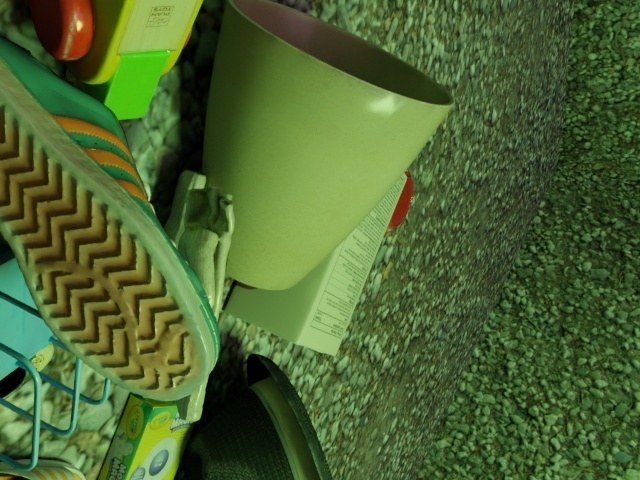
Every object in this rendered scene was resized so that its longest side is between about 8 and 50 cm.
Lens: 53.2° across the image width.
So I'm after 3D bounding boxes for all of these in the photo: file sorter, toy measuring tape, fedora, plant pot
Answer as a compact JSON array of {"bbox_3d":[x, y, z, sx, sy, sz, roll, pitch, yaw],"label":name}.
[{"bbox_3d":[-0.209,0.076,0.511,0.170,0.104,0.118,-48,159,-58],"label":"file sorter"},{"bbox_3d":[-0.132,-0.214,0.455,0.121,0.121,0.330,-41,174,-45],"label":"toy measuring tape"},{"bbox_3d":[-0.095,0.328,0.873,0.152,0.334,0.334,-18,129,-21],"label":"fedora"},{"bbox_3d":[-0.030,-0.089,0.717,0.256,0.256,0.274,-18,139,-58],"label":"plant pot"}]

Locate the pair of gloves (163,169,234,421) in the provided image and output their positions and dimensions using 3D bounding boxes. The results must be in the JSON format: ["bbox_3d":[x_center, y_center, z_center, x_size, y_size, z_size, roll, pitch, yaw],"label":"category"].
[{"bbox_3d":[-0.137,0.038,0.623,0.042,0.240,0.204,8,100,-23],"label":"pair of gloves"}]

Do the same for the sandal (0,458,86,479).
[{"bbox_3d":[-0.299,0.257,0.579,0.102,0.076,0.265,-65,153,-12],"label":"sandal"}]

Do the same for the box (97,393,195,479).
[{"bbox_3d":[-0.210,0.256,0.787,0.105,0.043,0.179,24,84,-64],"label":"box"}]

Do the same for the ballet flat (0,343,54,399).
[{"bbox_3d":[-0.293,0.132,0.536,0.173,0.049,0.058,-36,134,-54],"label":"ballet flat"}]

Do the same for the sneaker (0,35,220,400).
[{"bbox_3d":[-0.163,-0.031,0.456,0.108,0.302,0.121,-36,-177,21],"label":"sneaker"}]

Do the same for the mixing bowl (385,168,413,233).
[{"bbox_3d":[0.096,-0.078,1.086,0.181,0.098,0.182,-43,143,-44],"label":"mixing bowl"}]

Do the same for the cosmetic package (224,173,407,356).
[{"bbox_3d":[0.000,0.000,0.921,0.296,0.129,0.153,-67,155,-8],"label":"cosmetic package"}]
